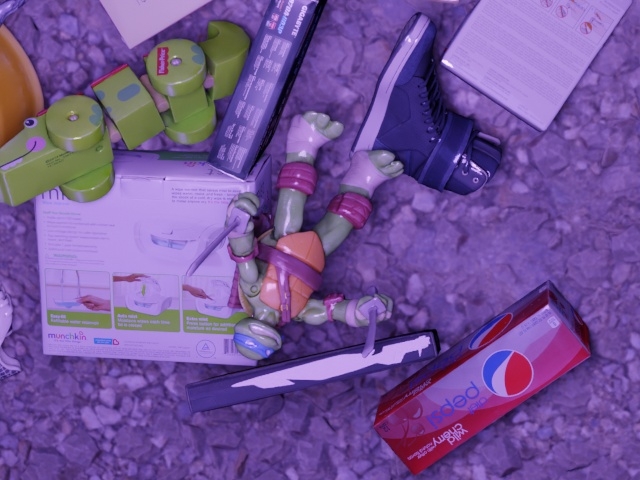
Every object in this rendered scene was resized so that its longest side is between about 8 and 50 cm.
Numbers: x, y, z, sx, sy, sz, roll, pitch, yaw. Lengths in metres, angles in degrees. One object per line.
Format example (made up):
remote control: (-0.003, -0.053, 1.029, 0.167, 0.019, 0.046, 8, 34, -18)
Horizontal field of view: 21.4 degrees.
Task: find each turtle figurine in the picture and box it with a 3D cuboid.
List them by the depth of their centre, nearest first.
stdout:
turtle figurine: (0.000, 0.000, 1.815, 0.198, 0.274, 0.266, 19, 71, 8)

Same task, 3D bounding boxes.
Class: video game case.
video game case: (-0.001, 0.146, 1.924, 0.275, 0.248, 0.035, -13, 86, 4)

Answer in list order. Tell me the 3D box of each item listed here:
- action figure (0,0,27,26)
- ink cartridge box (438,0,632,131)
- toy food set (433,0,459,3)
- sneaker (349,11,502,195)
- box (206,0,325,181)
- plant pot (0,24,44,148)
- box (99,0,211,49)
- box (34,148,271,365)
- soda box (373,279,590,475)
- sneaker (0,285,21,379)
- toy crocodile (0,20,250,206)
action figure: (-0.458, -0.374, 1.802, 0.370, 0.248, 0.275, 44, 85, -10)
ink cartridge box: (0.240, -0.235, 1.901, 0.145, 0.045, 0.179, 34, 91, -3)
toy food set: (0.133, -0.326, 1.886, 0.078, 0.019, 0.122, 7, 109, 6)
sneaker: (0.137, -0.145, 1.880, 0.163, 0.086, 0.226, 24, 141, 4)
box: (-0.052, -0.192, 1.876, 0.051, 0.175, 0.220, 23, 109, 0)
plant pot: (-0.485, -0.135, 1.937, 0.254, 0.254, 0.239, 46, 124, -8)
box: (-0.156, -0.369, 1.864, 0.243, 0.117, 0.213, -29, 101, 17)
box: (-0.193, 0.016, 1.990, 0.262, 0.127, 0.231, 2, 108, 8)
soda box: (0.190, 0.163, 1.999, 0.263, 0.092, 0.083, -37, 100, 17)
sneaker: (-0.426, 0.064, 2.073, 0.095, 0.090, 0.235, -5, 111, -3)
toy crocodile: (-0.222, -0.143, 1.878, 0.341, 0.105, 0.115, -30, 147, -14)
